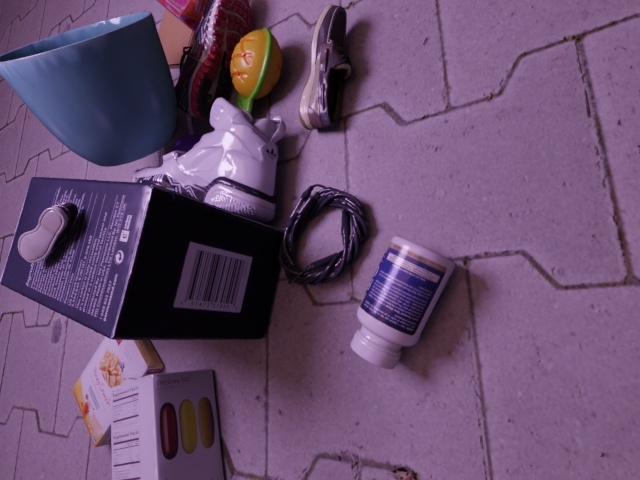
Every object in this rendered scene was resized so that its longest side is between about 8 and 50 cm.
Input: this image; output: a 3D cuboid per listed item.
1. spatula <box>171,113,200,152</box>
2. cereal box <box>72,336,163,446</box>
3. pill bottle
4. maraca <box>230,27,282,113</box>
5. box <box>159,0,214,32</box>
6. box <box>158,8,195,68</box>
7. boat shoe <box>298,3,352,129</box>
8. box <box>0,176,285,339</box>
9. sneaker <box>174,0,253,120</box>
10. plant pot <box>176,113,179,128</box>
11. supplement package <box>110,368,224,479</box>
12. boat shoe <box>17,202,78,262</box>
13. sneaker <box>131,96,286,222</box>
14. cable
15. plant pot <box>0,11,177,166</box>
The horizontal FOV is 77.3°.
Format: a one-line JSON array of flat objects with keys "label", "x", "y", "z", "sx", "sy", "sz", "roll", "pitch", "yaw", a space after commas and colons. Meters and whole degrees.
[{"label": "spatula", "x": -0.311, "y": -0.313, "z": 0.967, "sx": 0.084, "sy": 0.030, "sz": 0.296, "roll": 5, "pitch": 81, "yaw": 33}, {"label": "cereal box", "x": -0.468, "y": 0.313, "z": 0.913, "sx": 0.173, "sy": 0.047, "sz": 0.240, "roll": 41, "pitch": 102, "yaw": 33}, {"label": "pill bottle", "x": 0.108, "y": 0.086, "z": 0.557, "sx": 0.094, "sy": 0.094, "sz": 0.169, "roll": 28, "pitch": 94, "yaw": 35}, {"label": "maraca", "x": -0.138, "y": -0.338, "z": 0.822, "sx": 0.185, "sy": 0.099, "sz": 0.127, "roll": -62, "pitch": 33, "yaw": 30}, {"label": "box", "x": -0.323, "y": -0.598, "z": 0.962, "sx": 0.257, "sy": 0.128, "sz": 0.122, "roll": 45, "pitch": 102, "yaw": 24}, {"label": "box", "x": -0.387, "y": -0.562, "z": 1.081, "sx": 0.165, "sy": 0.021, "sz": 0.201, "roll": 13, "pitch": 86, "yaw": 34}, {"label": "boat shoe", "x": 0.022, "y": -0.308, "z": 0.722, "sx": 0.074, "sy": 0.080, "sz": 0.223, "roll": 14, "pitch": 92, "yaw": 30}, {"label": "box", "x": -0.317, "y": 0.032, "z": 0.731, "sx": 0.396, "sy": 0.294, "sz": 0.211, "roll": 7, "pitch": 83, "yaw": 34}, {"label": "sneaker", "x": -0.247, "y": -0.425, "z": 0.889, "sx": 0.112, "sy": 0.121, "sz": 0.298, "roll": 24, "pitch": 92, "yaw": 26}, {"label": "plant pot", "x": -0.412, "y": -0.311, "z": 1.012, "sx": 0.079, "sy": 0.083, "sz": 0.083, "roll": 19, "pitch": 90, "yaw": 47}, {"label": "supplement package", "x": -0.275, "y": 0.370, "z": 0.717, "sx": 0.134, "sy": 0.139, "sz": 0.243, "roll": -24, "pitch": 67, "yaw": 29}, {"label": "boat shoe", "x": -0.406, "y": -0.013, "z": 0.598, "sx": 0.046, "sy": 0.038, "sz": 0.125, "roll": 43, "pitch": 115, "yaw": -10}, {"label": "sneaker", "x": -0.226, "y": -0.164, "z": 0.817, "sx": 0.366, "sy": 0.137, "sz": 0.210, "roll": 12, "pitch": 85, "yaw": 30}, {"label": "cable", "x": 0.000, "y": 0.000, "z": 0.686, "sx": 0.151, "sy": 0.047, "sz": 0.184, "roll": 31, "pitch": 94, "yaw": 30}, {"label": "plant pot", "x": -0.433, "y": -0.296, "z": 0.819, "sx": 0.293, "sy": 0.235, "sz": 0.292, "roll": -10, "pitch": 38, "yaw": 8}]
